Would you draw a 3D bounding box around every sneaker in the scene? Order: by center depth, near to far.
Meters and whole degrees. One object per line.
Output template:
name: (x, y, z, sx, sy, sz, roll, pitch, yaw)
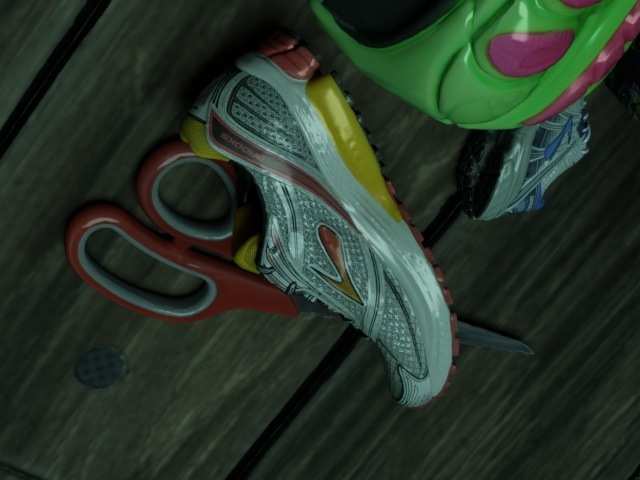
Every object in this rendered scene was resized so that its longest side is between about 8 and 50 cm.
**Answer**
sneaker: (0.132, -0.284, 0.711, 0.483, 0.202, 0.185, -57, 162, 1)
sneaker: (0.000, 0.000, 0.919, 0.092, 0.088, 0.225, -32, 111, -6)
sneaker: (0.125, -0.070, 0.949, 0.058, 0.052, 0.135, 4, 129, -30)

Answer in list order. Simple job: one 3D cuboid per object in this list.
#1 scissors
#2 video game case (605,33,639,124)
scissors: (-0.009, 0.036, 0.994, 0.297, 0.021, 0.109, 31, 107, -31)
video game case: (0.213, -0.116, 0.826, 0.041, 0.232, 0.210, -5, 123, -15)
